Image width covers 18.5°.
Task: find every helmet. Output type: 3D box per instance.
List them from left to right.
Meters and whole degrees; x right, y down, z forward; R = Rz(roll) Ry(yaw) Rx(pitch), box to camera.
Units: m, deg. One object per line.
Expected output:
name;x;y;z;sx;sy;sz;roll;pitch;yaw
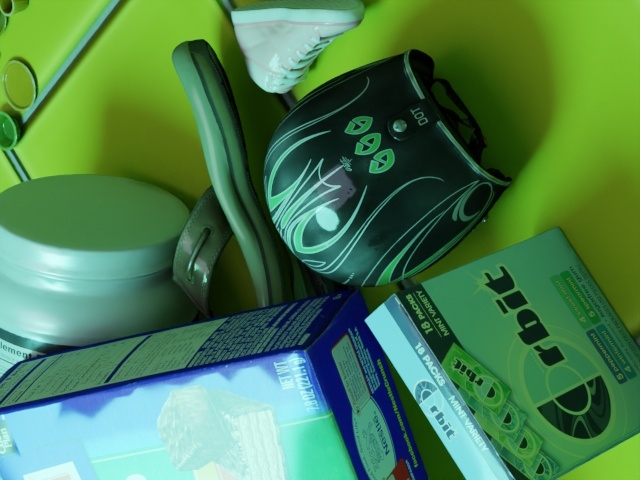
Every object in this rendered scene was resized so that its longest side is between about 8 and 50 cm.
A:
helmet;0.038;-0.045;1.421;0.161;0.169;0.169;-36;77;16

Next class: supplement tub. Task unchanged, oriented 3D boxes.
supplement tub;-0.201;0.099;1.672;0.191;0.191;0.272;24;119;36

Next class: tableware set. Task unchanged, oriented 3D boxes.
tableware set;-0.297;-0.163;1.792;0.104;0.024;0.154;36;126;29

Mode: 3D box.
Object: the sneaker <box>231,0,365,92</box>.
sneaker;-0.013;-0.150;1.509;0.134;0.051;0.070;4;108;46

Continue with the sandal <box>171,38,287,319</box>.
sandal;-0.083;-0.007;1.562;0.120;0.086;0.303;112;143;-86

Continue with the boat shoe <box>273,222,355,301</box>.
boat shoe;0.000;0.000;1.549;0.049;0.056;0.152;-4;107;36

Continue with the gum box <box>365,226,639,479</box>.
gum box;0.141;0.085;1.346;0.041;0.184;0.157;-44;74;43

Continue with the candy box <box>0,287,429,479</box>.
candy box;-0.084;0.204;1.491;0.317;0.122;0.268;-13;105;27
